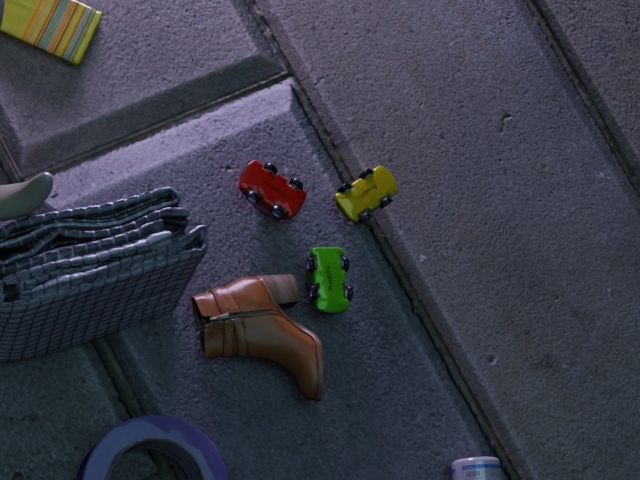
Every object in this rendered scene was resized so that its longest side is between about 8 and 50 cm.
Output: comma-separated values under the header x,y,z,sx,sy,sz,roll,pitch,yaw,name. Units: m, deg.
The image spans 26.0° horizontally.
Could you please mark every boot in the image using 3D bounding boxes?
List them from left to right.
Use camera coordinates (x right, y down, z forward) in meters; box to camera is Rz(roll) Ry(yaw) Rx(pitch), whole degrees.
x,y,z,sx,sy,sz,roll,pitch,yaw,name
-0.086,0.144,1.893,0.152,0.073,0.197,-12,66,-22,boot

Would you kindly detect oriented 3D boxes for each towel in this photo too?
x,y,z,sx,sy,sz,roll,pitch,yaw,name
-0.434,-0.332,1.961,0.237,0.021,0.102,24,61,-9,towel
-0.302,0.037,1.764,0.284,0.235,0.121,-19,73,-24,towel

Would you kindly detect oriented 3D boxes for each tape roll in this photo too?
x,y,z,sx,sy,sz,roll,pitch,yaw,name
-0.219,0.324,1.779,0.189,0.080,0.189,6,71,-17,tape roll

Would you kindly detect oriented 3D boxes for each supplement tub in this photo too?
x,y,z,sx,sy,sz,roll,pitch,yaw,name
0.220,0.358,1.923,0.071,0.071,0.107,2,73,-18,supplement tub

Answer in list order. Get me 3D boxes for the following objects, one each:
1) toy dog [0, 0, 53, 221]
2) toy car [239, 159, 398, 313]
x,y,z,sx,sy,sz,roll,pitch,yaw,name
-0.475,-0.179,1.509,0.395,0.408,0.284,30,48,0,toy dog
0.000,0.000,1.978,0.239,0.053,0.225,1,72,-18,toy car
